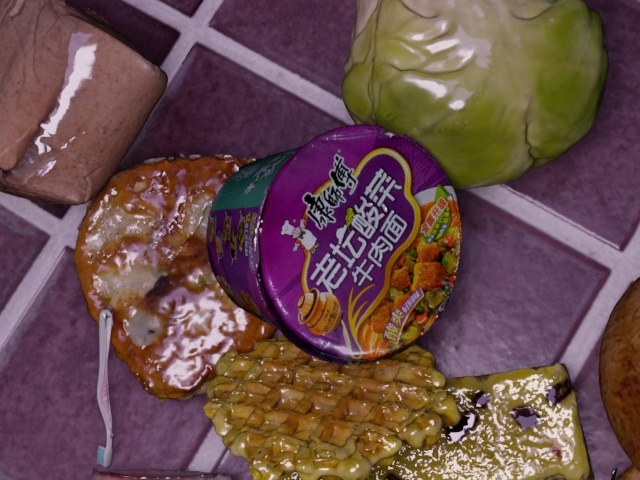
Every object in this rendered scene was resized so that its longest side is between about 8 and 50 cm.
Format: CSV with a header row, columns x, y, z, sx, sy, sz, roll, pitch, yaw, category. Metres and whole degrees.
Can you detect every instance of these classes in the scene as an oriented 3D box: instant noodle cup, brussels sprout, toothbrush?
x,y,z,sx,sy,sz,roll,pitch,yaw,category
0.000,0.000,1.280,0.251,0.190,0.251,-2,94,-28,instant noodle cup
0.157,-0.198,1.316,0.316,0.242,0.274,37,105,1,brussels sprout
-0.251,0.175,1.375,0.022,0.017,0.204,12,110,21,toothbrush

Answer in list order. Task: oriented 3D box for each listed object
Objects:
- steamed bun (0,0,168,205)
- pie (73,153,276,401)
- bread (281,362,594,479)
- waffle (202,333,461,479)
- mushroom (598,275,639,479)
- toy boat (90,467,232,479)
x,y,z,sx,sy,sz,roll,pitch,yaw,category
-0.314,-0.167,1.408,0.301,0.199,0.252,31,98,47,steamed bun
-0.161,0.026,1.402,0.308,0.085,0.308,-2,79,9,pie
0.118,0.226,1.322,0.361,0.077,0.138,-9,77,7,bread
0.009,0.168,1.258,0.291,0.291,0.051,-1,116,9,waffle
0.433,0.198,1.222,0.330,0.356,0.334,11,50,1,mushroom
-0.179,0.402,1.332,0.206,0.096,0.282,3,85,-7,toy boat
